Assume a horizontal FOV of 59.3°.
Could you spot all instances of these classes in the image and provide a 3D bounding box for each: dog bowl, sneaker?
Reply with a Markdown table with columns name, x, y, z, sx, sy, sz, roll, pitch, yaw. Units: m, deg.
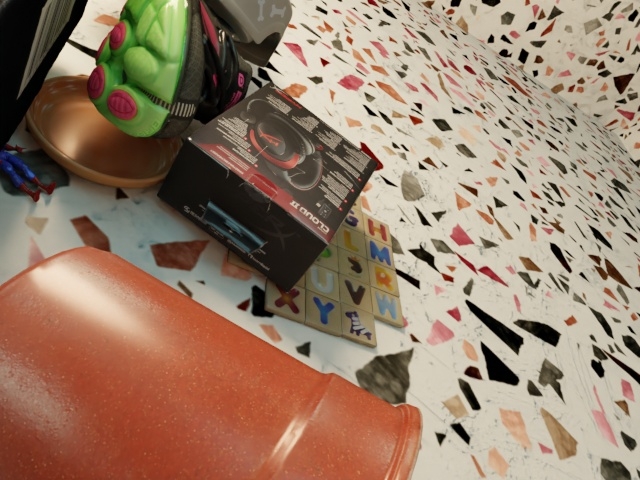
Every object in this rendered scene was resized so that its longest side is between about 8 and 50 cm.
| name | x | y | z | sx | sy | sz | roll | pitch | yaw |
| --- | --- | --- | --- | --- | --- | --- | --- | --- | --- |
| dog bowl | -0.194 | -0.451 | 0.954 | 0.349 | 0.102 | 0.349 | 40 | 1 | -1 |
| sneaker | -0.180 | -0.257 | 0.782 | 0.202 | 0.185 | 0.482 | 31 | 21 | -24 |

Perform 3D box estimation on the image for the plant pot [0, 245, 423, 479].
| name | x | y | z | sx | sy | sz | roll | pitch | yaw |
| --- | --- | --- | --- | --- | --- | --- | --- | --- | --- |
| plant pot | -0.114 | 0.156 | 0.396 | 0.265 | 0.272 | 0.272 | 34 | 35 | 6 |

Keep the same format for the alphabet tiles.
| name | x | y | z | sx | sy | sz | roll | pitch | yaw |
| --- | --- | --- | --- | --- | --- | --- | --- | --- | --- |
| alphabet tiles | 0.000 | 0.000 | 0.862 | 0.285 | 0.011 | 0.342 | 23 | 38 | -21 |

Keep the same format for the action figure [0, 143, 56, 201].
| name | x | y | z | sx | sy | sz | roll | pitch | yaw |
| --- | --- | --- | --- | --- | --- | --- | --- | --- | --- |
| action figure | -0.355 | -0.092 | 0.633 | 0.115 | 0.030 | 0.038 | 36 | 40 | 0 |

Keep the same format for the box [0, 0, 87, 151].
| name | x | y | z | sx | sy | sz | roll | pitch | yaw |
| --- | --- | --- | --- | --- | --- | --- | --- | --- | --- |
| box | -0.463 | -0.308 | 0.472 | 0.472 | 0.297 | 0.479 | 24 | 45 | -24 |

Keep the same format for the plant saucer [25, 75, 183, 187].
| name | x | y | z | sx | sy | sz | roll | pitch | yaw |
| --- | --- | --- | --- | --- | --- | --- | --- | --- | --- |
| plant saucer | -0.282 | -0.138 | 0.741 | 0.200 | 0.037 | 0.200 | 24 | 39 | -21 |

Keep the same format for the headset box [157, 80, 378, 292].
| name | x | y | z | sx | sy | sz | roll | pitch | yaw |
| --- | --- | --- | --- | --- | --- | --- | --- | --- | --- |
| headset box | -0.065 | -0.082 | 0.788 | 0.218 | 0.110 | 0.293 | 36 | 35 | -3 |
